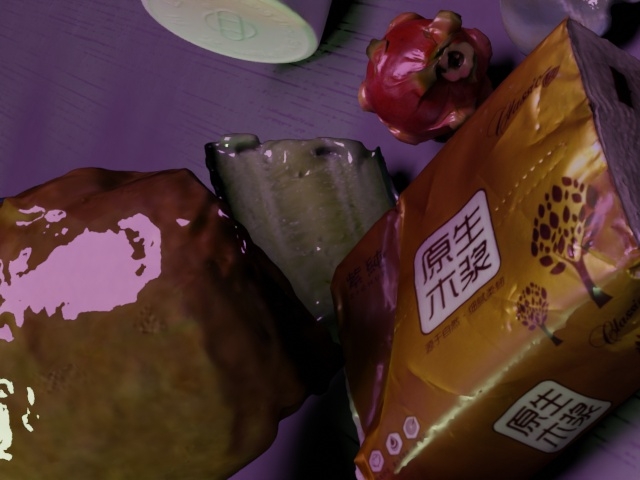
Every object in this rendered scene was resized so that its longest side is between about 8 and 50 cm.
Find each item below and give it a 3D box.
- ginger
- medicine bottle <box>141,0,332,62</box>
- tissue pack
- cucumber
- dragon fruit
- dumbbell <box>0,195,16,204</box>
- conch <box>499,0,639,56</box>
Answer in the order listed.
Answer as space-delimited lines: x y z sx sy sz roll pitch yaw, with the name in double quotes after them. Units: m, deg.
-0.134 0.066 0.952 0.223 0.200 0.269 -38 5 -8 "ginger"
-0.039 -0.284 1.310 0.152 0.152 0.254 -13 58 58 "medicine bottle"
0.103 0.025 0.875 0.226 0.092 0.183 -46 33 33 "tissue pack"
0.000 0.000 1.097 0.193 0.115 0.086 -113 8 -50 "cucumber"
0.071 -0.102 1.040 0.116 0.081 0.086 -143 57 -75 "dragon fruit"
-0.352 0.027 1.658 0.143 0.156 0.316 -43 20 -20 "dumbbell"
0.130 -0.159 0.994 0.088 0.065 0.180 -60 36 11 "conch"
